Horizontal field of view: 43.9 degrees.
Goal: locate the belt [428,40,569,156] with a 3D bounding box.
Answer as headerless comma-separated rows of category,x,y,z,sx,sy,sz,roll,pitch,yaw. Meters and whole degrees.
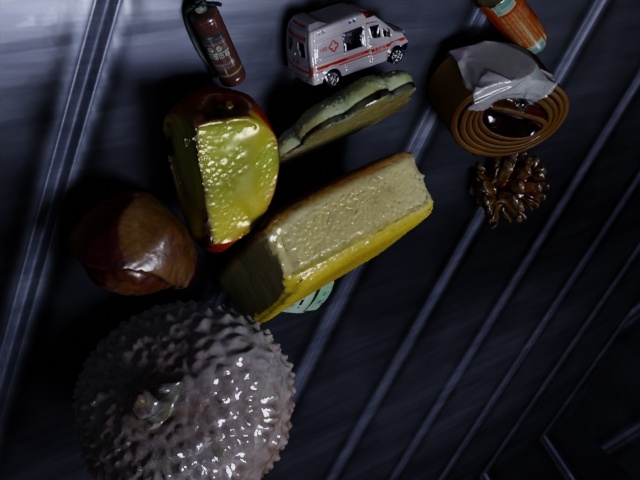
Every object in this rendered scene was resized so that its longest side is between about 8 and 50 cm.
belt,0.357,-0.277,1.574,0.338,0.122,0.217,8,137,-47

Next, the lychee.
lychee,-0.223,0.291,1.376,0.380,0.380,0.432,-42,161,-5

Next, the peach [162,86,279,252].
peach,-0.146,-0.113,1.223,0.154,0.159,0.267,-19,131,-19

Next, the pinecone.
pinecone,0.441,-0.123,1.845,0.195,0.150,0.179,-39,139,-15

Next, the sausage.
sausage,0.378,-0.424,1.535,0.083,0.083,0.264,-53,146,11

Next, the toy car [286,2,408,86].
toy car,0.046,-0.327,1.274,0.209,0.089,0.108,-23,130,-24

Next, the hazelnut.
hazelnut,-0.279,0.015,1.208,0.160,0.170,0.202,-40,135,-6

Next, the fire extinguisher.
fire extinguisher,-0.153,-0.290,1.143,0.064,0.043,0.158,-4,145,14

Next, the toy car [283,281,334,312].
toy car,-0.049,0.105,1.628,0.224,0.076,0.090,11,116,-50

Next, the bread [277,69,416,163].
bread,0.051,-0.220,1.340,0.286,0.056,0.207,-28,176,-27

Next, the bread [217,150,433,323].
bread,0.000,0.000,1.412,0.333,0.143,0.323,-28,174,-29
